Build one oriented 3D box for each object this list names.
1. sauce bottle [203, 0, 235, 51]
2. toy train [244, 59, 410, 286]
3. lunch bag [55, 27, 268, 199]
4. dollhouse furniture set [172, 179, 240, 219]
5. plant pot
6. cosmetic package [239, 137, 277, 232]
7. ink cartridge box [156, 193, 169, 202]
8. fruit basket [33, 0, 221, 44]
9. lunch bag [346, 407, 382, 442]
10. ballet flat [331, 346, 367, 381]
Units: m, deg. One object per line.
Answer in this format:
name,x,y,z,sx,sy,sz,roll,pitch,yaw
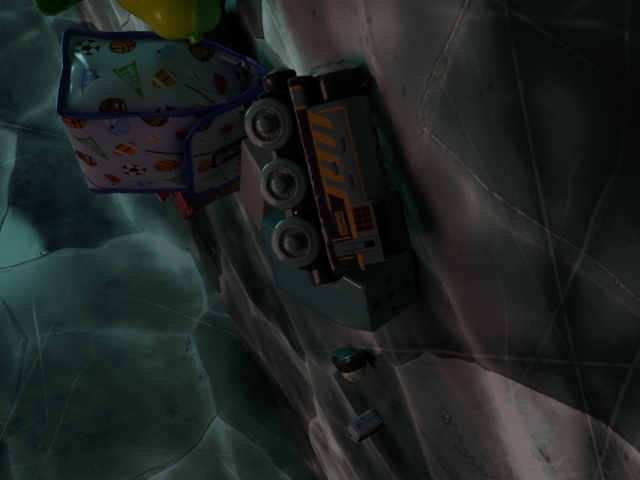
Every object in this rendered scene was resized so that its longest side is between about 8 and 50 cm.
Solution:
sauce bottle,-0.227,-0.395,1.644,0.111,0.111,0.344,60,164,14
toy train,0.014,-0.100,1.208,0.142,0.190,0.333,-27,-75,-68
lunch bag,-0.295,-0.239,1.630,0.328,0.386,0.238,104,164,-67
dollhouse furniture set,-0.296,-0.259,1.902,0.374,0.201,0.152,67,166,-5
plant pot,0.044,0.035,1.378,0.234,0.166,0.165,35,148,43
cosmetic package,-0.080,-0.121,1.575,0.107,0.127,0.238,58,164,20
ink cartridge box,-0.419,-0.250,2.020,0.261,0.066,0.296,52,-168,-15
fruit basket,-0.305,-0.500,1.308,0.392,0.392,0.283,56,162,27
lunch bag,0.103,0.441,1.940,0.053,0.071,0.083,56,160,15
ballet flat,0.070,0.273,1.798,0.074,0.074,0.203,64,170,1
